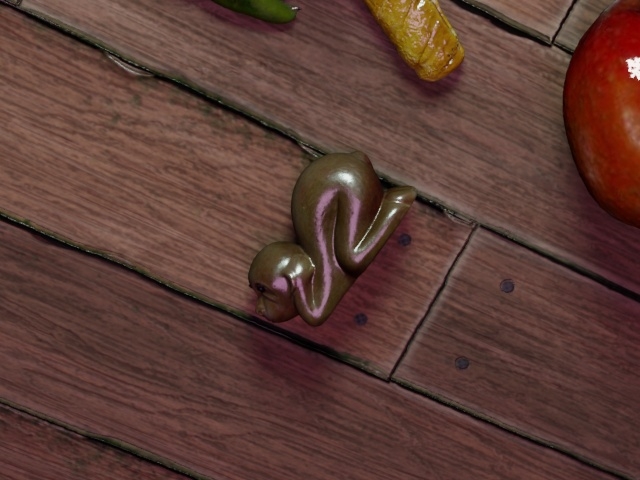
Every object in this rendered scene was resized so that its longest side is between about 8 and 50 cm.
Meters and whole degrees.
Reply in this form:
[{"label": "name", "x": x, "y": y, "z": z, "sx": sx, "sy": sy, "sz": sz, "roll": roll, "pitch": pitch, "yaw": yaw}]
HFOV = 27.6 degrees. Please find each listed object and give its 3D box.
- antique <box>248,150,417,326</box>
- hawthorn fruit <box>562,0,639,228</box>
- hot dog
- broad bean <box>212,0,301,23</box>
[{"label": "antique", "x": 0.000, "y": 0.000, "z": 1.747, "sx": 0.143, "sy": 0.121, "sz": 0.257, "roll": 33, "pitch": 105, "yaw": -7}, {"label": "hawthorn fruit", "x": 0.441, "y": -0.152, "z": 1.642, "sx": 0.311, "sy": 0.295, "sz": 0.295, "roll": 34, "pitch": 105, "yaw": -14}, {"label": "hot dog", "x": 0.085, "y": -0.322, "z": 1.663, "sx": 0.088, "sy": 0.061, "sz": 0.286, "roll": -36, "pitch": 108, "yaw": 22}, {"label": "broad bean", "x": -0.163, "y": -0.341, "z": 1.646, "sx": 0.297, "sy": 0.043, "sz": 0.060, "roll": 21, "pitch": 132, "yaw": -11}]
